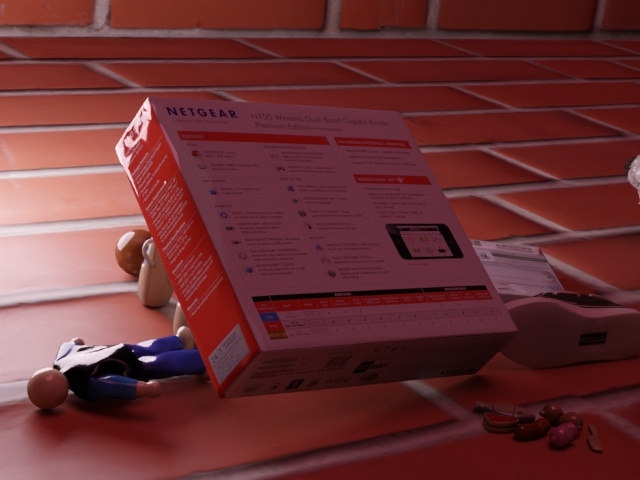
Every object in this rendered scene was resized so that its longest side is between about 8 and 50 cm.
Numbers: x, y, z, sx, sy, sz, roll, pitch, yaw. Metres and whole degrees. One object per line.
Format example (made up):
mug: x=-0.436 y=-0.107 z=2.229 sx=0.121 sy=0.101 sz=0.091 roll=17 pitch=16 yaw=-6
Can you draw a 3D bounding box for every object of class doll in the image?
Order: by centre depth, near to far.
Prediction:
doll: x=-0.186 y=0.121 z=1.285 sx=0.189 sy=0.046 sz=0.129 roll=-8 pitch=24 yaw=-41

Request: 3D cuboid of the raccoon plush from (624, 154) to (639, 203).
raccoon plush: x=0.626 y=0.001 z=1.903 sx=0.446 sy=0.216 sz=0.299 roll=39 pitch=6 yaw=0

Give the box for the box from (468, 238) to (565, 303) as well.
box: x=0.214 y=0.047 z=1.686 sx=0.145 sy=0.038 sz=0.186 roll=6 pitch=18 yaw=-6

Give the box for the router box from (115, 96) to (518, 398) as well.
router box: x=0.000 y=0.000 z=1.389 sx=0.336 sy=0.082 sz=0.301 roll=0 pitch=53 yaw=-39

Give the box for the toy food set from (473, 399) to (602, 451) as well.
toy food set: x=0.211 y=0.175 z=1.336 sx=0.122 sy=0.019 sz=0.078 roll=8 pitch=19 yaw=0

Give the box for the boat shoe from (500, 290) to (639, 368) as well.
boat shoe: x=0.262 y=0.094 z=1.521 sx=0.219 sy=0.077 sz=0.070 roll=6 pitch=18 yaw=-33

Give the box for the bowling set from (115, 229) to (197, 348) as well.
bowling set: x=-0.142 y=-0.009 z=1.513 sx=0.200 sy=0.154 sz=0.287 roll=15 pitch=19 yaw=19
